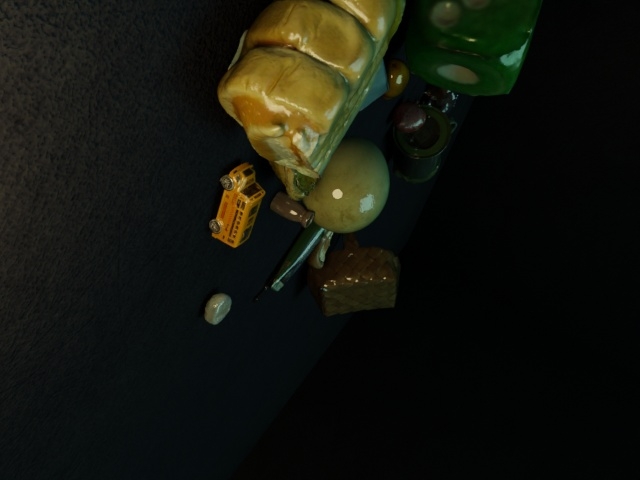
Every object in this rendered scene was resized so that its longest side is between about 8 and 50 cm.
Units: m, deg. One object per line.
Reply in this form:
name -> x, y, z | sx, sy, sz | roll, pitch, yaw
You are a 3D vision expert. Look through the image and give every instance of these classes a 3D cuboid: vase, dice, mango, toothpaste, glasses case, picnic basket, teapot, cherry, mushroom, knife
vase -> -0.066, -0.072, 1.515 | 0.053, 0.101, 0.053 | -54, 165, -21
dice -> 0.394, -0.557, 1.628 | 0.287, 0.297, 0.300 | 41, 66, -76
mango -> 0.198, -0.436, 1.736 | 0.102, 0.085, 0.184 | -63, 172, -1
toothpaste -> -0.027, -0.013, 1.890 | 0.392, 0.061, 0.099 | -56, 168, -7
glasses case -> 0.102, -0.404, 1.546 | 0.105, 0.056, 0.266 | -35, 168, 4
picnic basket -> 0.113, 0.079, 2.264 | 0.337, 0.337, 0.293 | -53, 159, -26
teapot -> 0.382, -0.355, 2.329 | 0.270, 0.200, 0.337 | -37, 167, -4
cherry -> 0.326, -0.434, 2.127 | 0.225, 0.107, 0.090 | -39, 145, -24
mushroom -> -0.001, -0.002, 1.986 | 0.094, 0.072, 0.209 | -41, 155, -59
knife -> -0.146, 0.122, 1.862 | 0.170, 0.010, 0.023 | -51, 171, -38

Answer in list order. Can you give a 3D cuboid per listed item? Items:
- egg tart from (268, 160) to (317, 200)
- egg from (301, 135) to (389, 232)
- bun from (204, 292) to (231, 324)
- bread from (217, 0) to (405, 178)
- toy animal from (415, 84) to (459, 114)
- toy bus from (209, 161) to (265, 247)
egg tart -> -0.042, -0.197, 1.356 | 0.252, 0.098, 0.231 | -39, 150, -66
egg -> 0.067, -0.149, 1.599 | 0.295, 0.218, 0.218 | -69, 178, -45
bun -> -0.243, 0.156, 1.489 | 0.083, 0.045, 0.083 | -55, 164, -24
bread -> -0.016, -0.288, 0.990 | 0.341, 0.210, 0.300 | -60, 179, 2
toy animal -> 0.440, -0.519, 2.379 | 0.185, 0.122, 0.298 | -53, 167, -25
toy bus -> -0.158, -0.069, 1.236 | 0.069, 0.074, 0.162 | -40, 159, -51
